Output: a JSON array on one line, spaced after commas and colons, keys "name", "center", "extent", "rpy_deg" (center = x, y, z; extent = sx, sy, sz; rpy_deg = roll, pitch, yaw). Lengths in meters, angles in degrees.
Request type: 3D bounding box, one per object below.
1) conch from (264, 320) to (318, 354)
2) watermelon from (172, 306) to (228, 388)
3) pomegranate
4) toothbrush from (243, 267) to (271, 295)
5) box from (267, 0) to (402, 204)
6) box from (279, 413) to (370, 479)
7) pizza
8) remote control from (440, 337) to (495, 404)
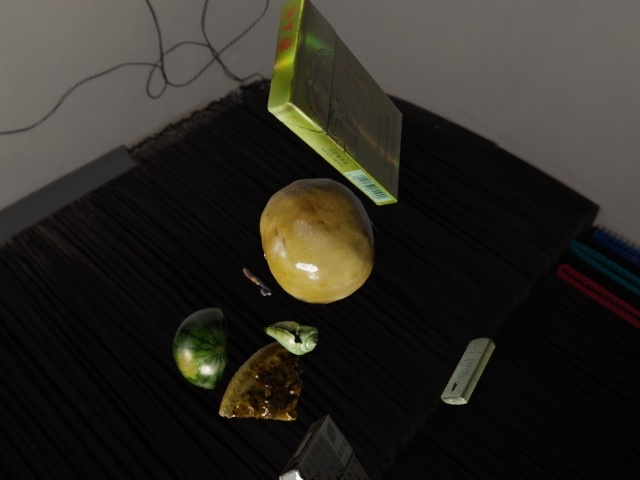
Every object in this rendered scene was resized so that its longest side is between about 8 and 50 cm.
[{"name": "conch", "center": [-0.083, 0.235, 1.392], "extent": [0.106, 0.170, 0.079], "rpy_deg": [43, 64, -48]}, {"name": "watermelon", "center": [-0.313, 0.270, 1.412], "extent": [0.127, 0.232, 0.204], "rpy_deg": [9, 93, -25]}, {"name": "pomegranate", "center": [0.000, 0.000, 1.454], "extent": [0.332, 0.332, 0.333], "rpy_deg": [-42, 155, -24]}, {"name": "toothbrush", "center": [-0.241, 0.150, 2.056], "extent": [0.031, 0.321, 0.023], "rpy_deg": [-1, 103, -22]}, {"name": "box", "center": [0.038, -0.190, 0.821], "extent": [0.311, 0.043, 0.173], "rpy_deg": [33, 57, -51]}, {"name": "box", "center": [0.059, 0.490, 0.964], "extent": [0.047, 0.325, 0.180], "rpy_deg": [-31, 180, 22]}, {"name": "pizza", "center": [-0.165, 0.410, 1.666], "extent": [0.268, 0.087, 0.258], "rpy_deg": [16, 75, -34]}, {"name": "remote control", "center": [0.451, 0.395, 1.678], "extent": [0.233, 0.038, 0.098], "rpy_deg": [-50, -168, -30]}]
